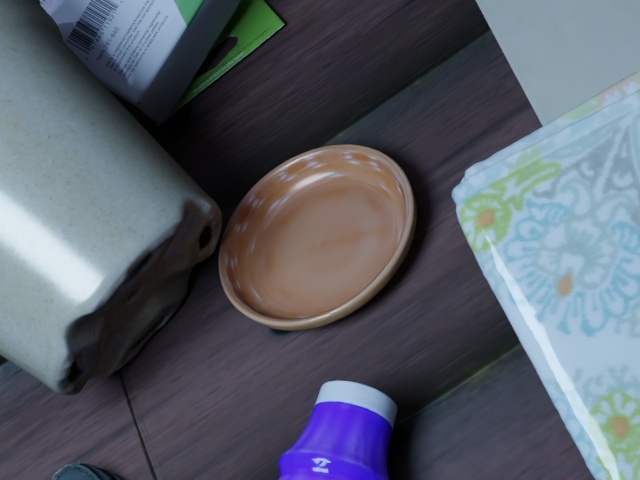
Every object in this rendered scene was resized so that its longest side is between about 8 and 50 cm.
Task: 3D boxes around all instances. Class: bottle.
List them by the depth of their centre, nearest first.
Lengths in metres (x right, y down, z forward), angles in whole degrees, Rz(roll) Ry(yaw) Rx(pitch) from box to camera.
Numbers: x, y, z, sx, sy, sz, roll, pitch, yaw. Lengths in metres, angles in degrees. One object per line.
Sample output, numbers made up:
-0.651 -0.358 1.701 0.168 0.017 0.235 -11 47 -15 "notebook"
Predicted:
-0.008 0.246 1.020 0.118 0.092 0.283 1 58 33 "bottle"

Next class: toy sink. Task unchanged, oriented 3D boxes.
0.247 -0.151 1.138 0.153 0.131 0.234 -29 52 10 "toy sink"

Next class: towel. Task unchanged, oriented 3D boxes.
0.303 0.035 0.929 0.320 0.090 0.374 -31 70 12 "towel"

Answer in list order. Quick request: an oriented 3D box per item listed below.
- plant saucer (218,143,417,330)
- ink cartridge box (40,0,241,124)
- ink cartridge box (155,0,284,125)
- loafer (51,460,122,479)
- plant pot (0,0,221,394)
0.000 0.000 1.237 0.200 0.037 0.200 -16 50 20 "plant saucer"
-0.241 -0.285 1.419 0.278 0.117 0.201 32 88 9 "ink cartridge box"
-0.180 -0.277 1.510 0.189 0.097 0.255 -38 45 1 "ink cartridge box"
-0.184 0.282 1.105 0.096 0.084 0.267 -33 47 6 "loafer"
-0.271 -0.037 1.217 0.305 0.334 0.334 38 80 11 "plant pot"
